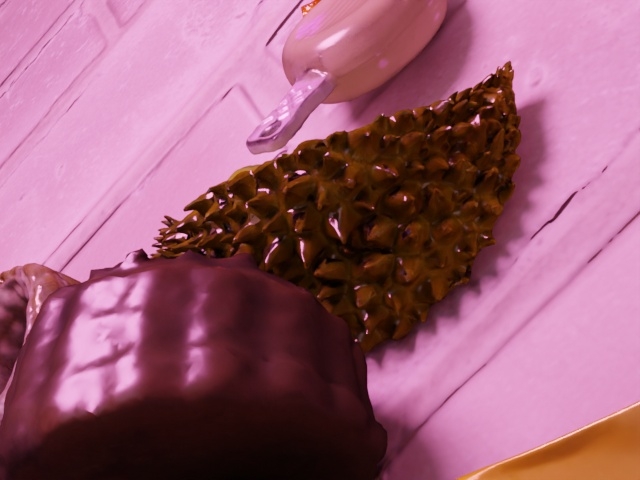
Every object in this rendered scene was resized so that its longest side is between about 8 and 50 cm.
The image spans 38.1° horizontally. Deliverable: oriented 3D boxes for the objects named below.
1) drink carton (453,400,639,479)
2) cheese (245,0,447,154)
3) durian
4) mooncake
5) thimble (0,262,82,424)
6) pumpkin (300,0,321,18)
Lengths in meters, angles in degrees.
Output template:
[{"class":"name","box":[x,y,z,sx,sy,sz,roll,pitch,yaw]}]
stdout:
[{"class":"drink carton","box":[0.162,0.223,0.293,0.155,0.111,0.351,-33,50,26]},{"class":"cheese","box":[0.014,-0.146,0.745,0.137,0.064,0.227,-7,37,49]},{"class":"durian","box":[-0.007,0.005,0.696,0.356,0.157,0.169,-23,12,32]},{"class":"mooncake","box":[-0.078,0.103,0.566,0.228,0.228,0.124,-31,45,26]},{"class":"thimble","box":[-0.213,0.124,0.754,0.137,0.143,0.190,-23,47,32]},{"class":"pumpkin","box":[0.009,-0.213,0.874,0.073,0.035,0.101,-34,44,26]}]
